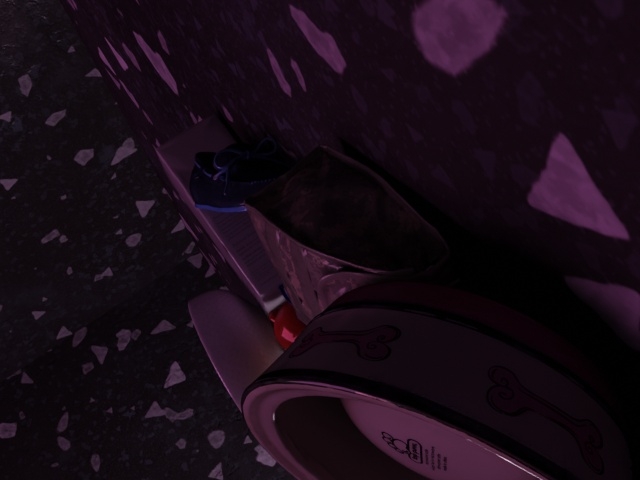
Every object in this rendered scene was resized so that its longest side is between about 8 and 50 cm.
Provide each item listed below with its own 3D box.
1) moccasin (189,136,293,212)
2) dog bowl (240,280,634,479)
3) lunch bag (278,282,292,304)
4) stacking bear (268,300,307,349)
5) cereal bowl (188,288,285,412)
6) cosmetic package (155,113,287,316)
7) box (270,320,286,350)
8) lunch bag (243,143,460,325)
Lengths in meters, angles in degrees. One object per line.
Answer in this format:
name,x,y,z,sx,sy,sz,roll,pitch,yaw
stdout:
moccasin,-0.149,-0.113,1.229,0.342,0.138,0.116,4,105,50
dog bowl,0.129,0.204,0.744,0.408,0.150,0.408,21,148,14
lunch bag,0.014,0.105,1.262,0.129,0.096,0.151,27,-169,-28
stacking bear,0.015,0.223,1.361,0.289,0.175,0.164,45,142,34
cereal bowl,-0.159,0.252,1.598,0.338,0.141,0.339,61,174,11
cosmetic package,-0.169,-0.051,1.491,0.385,0.156,0.217,51,168,14
box,-0.037,0.204,1.641,0.148,0.127,0.232,63,174,-27
lunch bag,0.065,0.051,0.889,0.287,0.169,0.235,35,157,42
